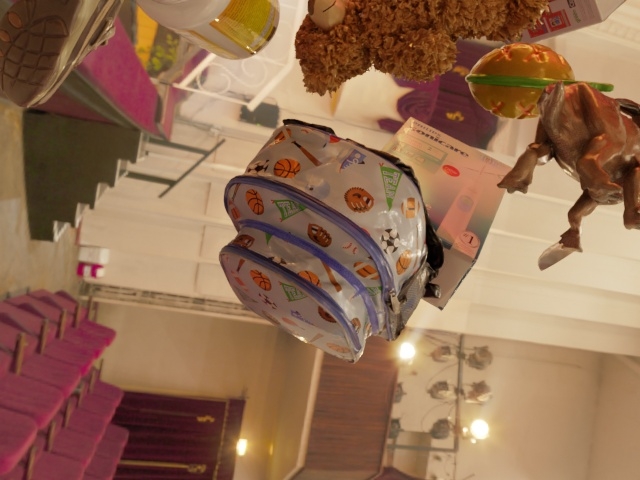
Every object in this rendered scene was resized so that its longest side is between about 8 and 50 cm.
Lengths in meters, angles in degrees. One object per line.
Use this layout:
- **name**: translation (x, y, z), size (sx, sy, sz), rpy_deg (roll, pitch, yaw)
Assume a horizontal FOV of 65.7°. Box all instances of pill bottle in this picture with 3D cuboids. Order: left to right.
- **pill bottle**: translation (-0.125, -0.275, 0.536), size (0.215, 0.117, 0.117), rpy_deg (-38, 141, -76)

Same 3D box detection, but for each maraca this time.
- **maraca**: translation (0.290, -0.212, 0.667), size (0.127, 0.185, 0.099), rpy_deg (-32, 130, -55)

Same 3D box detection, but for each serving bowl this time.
- **serving bowl**: translation (0.429, 0.021, 0.901), size (0.027, 0.083, 0.083), rpy_deg (56, -27, 12)

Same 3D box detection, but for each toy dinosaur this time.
- **toy dinosaur**: translation (0.313, -0.115, 0.559), size (0.127, 0.295, 0.200), rpy_deg (-2, -118, 56)

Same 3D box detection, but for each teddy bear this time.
- **teddy bear**: translation (0.114, -0.303, 0.629), size (0.113, 0.338, 0.245), rpy_deg (28, 69, -64)

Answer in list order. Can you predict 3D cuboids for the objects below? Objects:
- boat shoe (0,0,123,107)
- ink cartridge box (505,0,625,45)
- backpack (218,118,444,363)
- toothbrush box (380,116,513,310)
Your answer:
- **boat shoe**: translation (-0.400, -0.356, 0.811), size (0.355, 0.132, 0.130), rpy_deg (-42, 173, 24)
- **ink cartridge box**: translation (0.529, -0.653, 1.188), size (0.130, 0.309, 0.272), rpy_deg (-42, -157, -19)
- **backpack**: translation (0.000, 0.000, 0.598), size (0.213, 0.276, 0.263), rpy_deg (-56, 154, -33)
- **toothbrush box**: translation (0.178, -0.061, 0.842), size (0.295, 0.216, 0.126), rpy_deg (-48, 164, -45)
